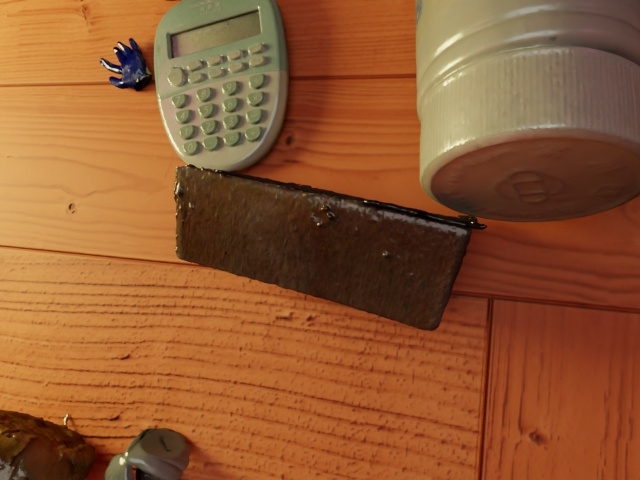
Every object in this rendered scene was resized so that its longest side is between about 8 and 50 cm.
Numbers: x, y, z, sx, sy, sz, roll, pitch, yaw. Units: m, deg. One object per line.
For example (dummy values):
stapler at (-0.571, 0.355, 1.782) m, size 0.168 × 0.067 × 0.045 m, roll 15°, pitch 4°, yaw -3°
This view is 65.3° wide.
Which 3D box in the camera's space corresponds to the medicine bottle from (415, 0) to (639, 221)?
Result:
medicine bottle at (0.183, -0.196, 0.456) m, size 0.189 × 0.190 × 0.333 m, roll -2°, pitch 74°, yaw 16°

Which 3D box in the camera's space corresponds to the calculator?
calculator at (-0.129, -0.229, 0.646) m, size 0.183 × 0.042 × 0.296 m, roll -9°, pitch 80°, yaw 15°

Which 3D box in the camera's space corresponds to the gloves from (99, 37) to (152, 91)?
gloves at (-0.273, -0.243, 0.697) m, size 0.064 × 0.026 × 0.086 m, roll -36°, pitch 72°, yaw 9°

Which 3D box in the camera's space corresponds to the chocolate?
chocolate at (0.000, 0.000, 0.527) m, size 0.320 × 0.112 × 0.112 m, roll 13°, pitch 99°, yaw 17°

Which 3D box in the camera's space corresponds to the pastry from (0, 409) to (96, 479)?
pastry at (-0.334, 0.245, 0.561) m, size 0.153 × 0.153 × 0.081 m, roll 25°, pitch 79°, yaw 19°

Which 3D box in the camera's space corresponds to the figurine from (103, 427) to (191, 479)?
figurine at (-0.200, 0.262, 0.564) m, size 0.094 × 0.082 × 0.086 m, roll 35°, pitch 108°, yaw 44°
